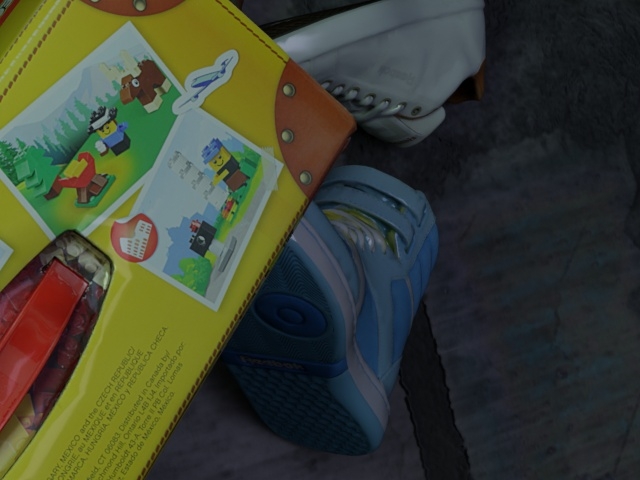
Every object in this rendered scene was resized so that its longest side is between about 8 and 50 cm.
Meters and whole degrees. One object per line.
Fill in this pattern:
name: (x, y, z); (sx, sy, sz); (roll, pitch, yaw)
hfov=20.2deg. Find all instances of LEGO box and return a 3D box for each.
LEGO box: (-0.251, 0.097, 1.026); (0.193, 0.372, 0.500); (40, 63, -20)

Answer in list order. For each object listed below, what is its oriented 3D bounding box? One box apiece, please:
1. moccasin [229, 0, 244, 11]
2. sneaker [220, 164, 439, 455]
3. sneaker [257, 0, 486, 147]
moccasin: (-0.204, -0.200, 1.240); (0.380, 0.139, 0.147); (3, 86, -50)
sneaker: (0.000, 0.000, 1.290); (0.319, 0.127, 0.208); (74, 31, -58)
sneaker: (0.038, -0.125, 1.386); (0.290, 0.106, 0.123); (-18, 101, -43)
